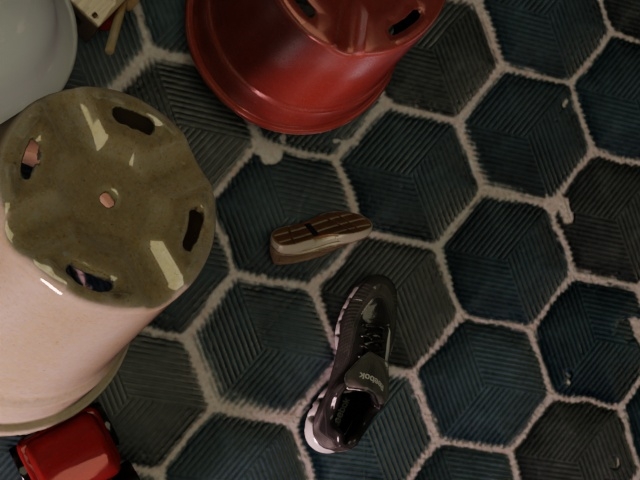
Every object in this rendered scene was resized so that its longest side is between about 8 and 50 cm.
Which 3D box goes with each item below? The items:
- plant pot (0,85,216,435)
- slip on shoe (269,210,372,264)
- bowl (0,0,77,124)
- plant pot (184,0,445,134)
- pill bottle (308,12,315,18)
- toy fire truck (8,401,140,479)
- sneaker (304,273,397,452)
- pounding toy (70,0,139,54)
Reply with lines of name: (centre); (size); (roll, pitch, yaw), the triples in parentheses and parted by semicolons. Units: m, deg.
plant pot: (-0.273, 0.002, 1.225); (0.333, 0.305, 0.334); (14, 64, -31)
slip on shoe: (0.000, 0.000, 1.512); (0.135, 0.051, 0.041); (-16, 135, -25)
bowl: (-0.407, -0.259, 1.298); (0.297, 0.298, 0.134); (10, 43, -18)
plant pot: (0.005, -0.275, 1.349); (0.272, 0.265, 0.272); (2, 84, -16)
pill bottle: (-0.013, -0.254, 1.504); (0.083, 0.043, 0.043); (-28, 98, -16)
toy fire truck: (-0.254, 0.309, 1.319); (0.158, 0.246, 0.217); (-27, 98, -17)
sneaker: (0.054, 0.156, 1.492); (0.078, 0.106, 0.234); (22, 83, -18)
pounding toy: (-0.242, -0.280, 1.378); (0.100, 0.141, 0.130); (43, 78, -14)
